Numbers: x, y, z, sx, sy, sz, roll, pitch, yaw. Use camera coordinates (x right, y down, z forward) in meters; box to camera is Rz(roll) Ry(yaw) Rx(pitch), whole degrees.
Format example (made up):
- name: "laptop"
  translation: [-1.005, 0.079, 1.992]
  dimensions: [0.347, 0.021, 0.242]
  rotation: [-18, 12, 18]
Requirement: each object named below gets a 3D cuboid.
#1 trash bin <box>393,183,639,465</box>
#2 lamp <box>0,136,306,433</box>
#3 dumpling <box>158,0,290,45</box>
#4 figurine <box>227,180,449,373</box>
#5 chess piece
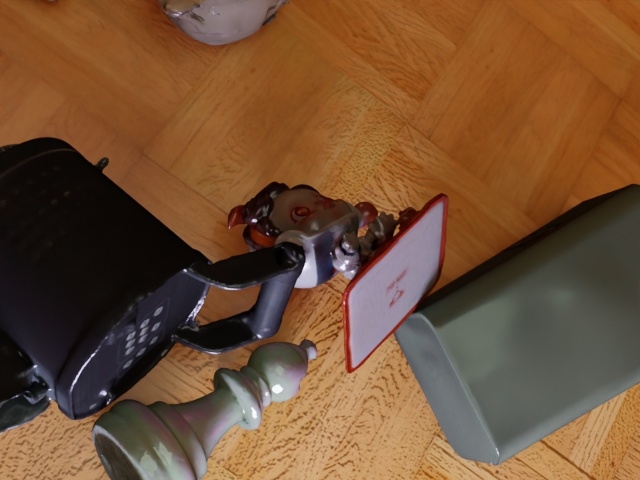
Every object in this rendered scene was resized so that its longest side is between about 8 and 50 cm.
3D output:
- name: "trash bin"
  translation: [0.289, 0.104, 1.091]
  dimensions: [0.343, 0.158, 0.223]
  rotation: [-26, 89, -21]
- name: "lamp"
  translation: [-0.246, 0.025, 0.875]
  dimensions: [0.374, 0.205, 0.272]
  rotation: [-24, 68, -26]
- name: "dumpling"
  translation: [-0.129, -0.309, 1.052]
  dimensions: [0.136, 0.118, 0.199]
  rotation: [51, 41, 11]
- name: "figurine"
  translation: [0.000, 0.000, 0.999]
  dimensions: [0.226, 0.160, 0.183]
  rotation: [30, 55, 28]
- name: "chess piece"
  translation: [-0.105, 0.187, 0.971]
  dimensions: [0.272, 0.139, 0.139]
  rotation: [-30, 91, -32]
